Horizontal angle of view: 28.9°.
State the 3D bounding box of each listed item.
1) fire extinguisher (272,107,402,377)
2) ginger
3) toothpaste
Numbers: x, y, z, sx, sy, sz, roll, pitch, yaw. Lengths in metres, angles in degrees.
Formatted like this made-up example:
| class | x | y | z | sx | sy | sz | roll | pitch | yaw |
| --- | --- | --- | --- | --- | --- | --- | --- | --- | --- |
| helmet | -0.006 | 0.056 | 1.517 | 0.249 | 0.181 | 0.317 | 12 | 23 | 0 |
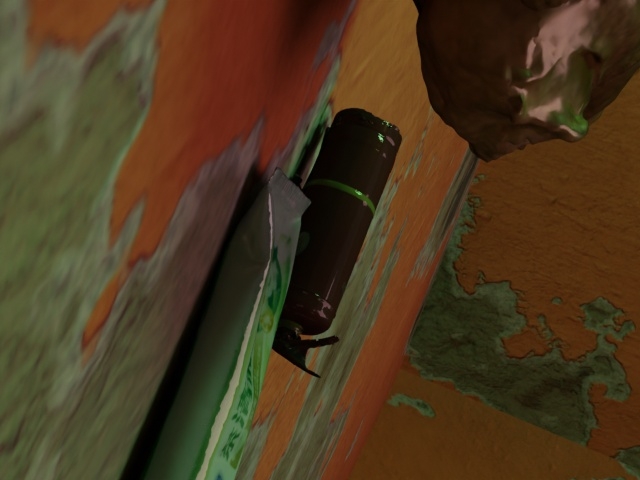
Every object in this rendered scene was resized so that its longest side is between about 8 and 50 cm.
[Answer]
| class | x | y | z | sx | sy | sz | roll | pitch | yaw |
| --- | --- | --- | --- | --- | --- | --- | --- | --- | --- |
| fire extinguisher | 0.000 | 0.000 | 0.588 | 0.039 | 0.056 | 0.132 | 52 | 54 | -51 |
| ginger | 0.074 | -0.135 | 0.440 | 0.270 | 0.123 | 0.219 | -21 | 113 | -72 |
| toothpaste | -0.062 | 0.113 | 0.513 | 0.075 | 0.048 | 0.297 | 48 | 61 | -75 |
